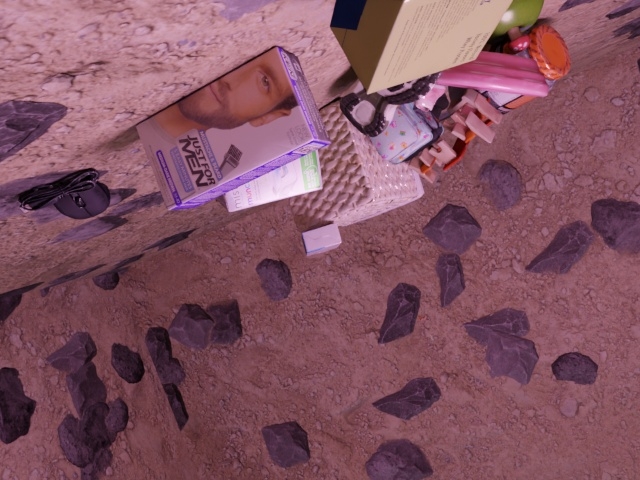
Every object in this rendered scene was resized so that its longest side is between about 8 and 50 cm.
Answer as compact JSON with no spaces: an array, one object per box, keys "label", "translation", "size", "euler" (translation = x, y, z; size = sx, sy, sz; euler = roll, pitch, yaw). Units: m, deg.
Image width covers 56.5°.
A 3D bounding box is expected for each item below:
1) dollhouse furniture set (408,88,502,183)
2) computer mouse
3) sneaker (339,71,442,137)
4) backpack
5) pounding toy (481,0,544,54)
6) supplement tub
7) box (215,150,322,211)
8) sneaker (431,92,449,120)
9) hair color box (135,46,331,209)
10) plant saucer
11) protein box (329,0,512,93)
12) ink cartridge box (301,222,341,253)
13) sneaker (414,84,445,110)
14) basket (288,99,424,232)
[{"label":"dollhouse furniture set","translation":[0.407,-0.299,1.674],"size":[0.262,0.135,0.259],"euler":[-37,-161,56]},{"label":"computer mouse","translation":[-0.587,-0.094,1.444],"size":[0.188,0.072,0.272],"euler":[-23,179,-5]},{"label":"sneaker","translation":[0.178,-0.397,1.353],"size":[0.182,0.158,0.410],"euler":[-55,-170,-21]},{"label":"backpack","translation":[0.206,-0.314,1.589],"size":[0.144,0.188,0.166],"euler":[-23,171,-47]},{"label":"pounding toy","translation":[0.439,-0.487,1.433],"size":[0.183,0.110,0.237],"euler":[-21,178,-40]},{"label":"supplement tub","translation":[0.547,-0.480,1.739],"size":[0.193,0.194,0.316],"euler":[-21,179,-38]},{"label":"box","translation":[-0.153,-0.178,1.416],"size":[0.231,0.127,0.262],"euler":[-15,-157,-18]},{"label":"sneaker","translation":[0.360,-0.435,2.045],"size":[0.286,0.130,0.109],"euler":[-23,178,-45]},{"label":"hair color box","translation":[-0.172,-0.205,1.149],"size":[0.338,0.185,0.110],"euler":[-23,177,19]},{"label":"plant saucer","translation":[0.394,-0.416,1.466],"size":[0.332,0.084,0.332],"euler":[7,-166,-2]},{"label":"protein box","translation":[0.145,-0.343,0.841],"size":[0.201,0.136,0.200],"euler":[-21,164,-16]},{"label":"ink cartridge box","translation":[0.000,0.000,1.755],"size":[0.104,0.062,0.181],"euler":[-16,175,-4]},{"label":"sneaker","translation":[0.279,-0.368,1.529],"size":[0.051,0.070,0.134],"euler":[14,-163,30]},{"label":"basket","translation":[0.070,-0.221,1.776],"size":[0.331,0.328,0.266],"euler":[-21,175,41]}]
